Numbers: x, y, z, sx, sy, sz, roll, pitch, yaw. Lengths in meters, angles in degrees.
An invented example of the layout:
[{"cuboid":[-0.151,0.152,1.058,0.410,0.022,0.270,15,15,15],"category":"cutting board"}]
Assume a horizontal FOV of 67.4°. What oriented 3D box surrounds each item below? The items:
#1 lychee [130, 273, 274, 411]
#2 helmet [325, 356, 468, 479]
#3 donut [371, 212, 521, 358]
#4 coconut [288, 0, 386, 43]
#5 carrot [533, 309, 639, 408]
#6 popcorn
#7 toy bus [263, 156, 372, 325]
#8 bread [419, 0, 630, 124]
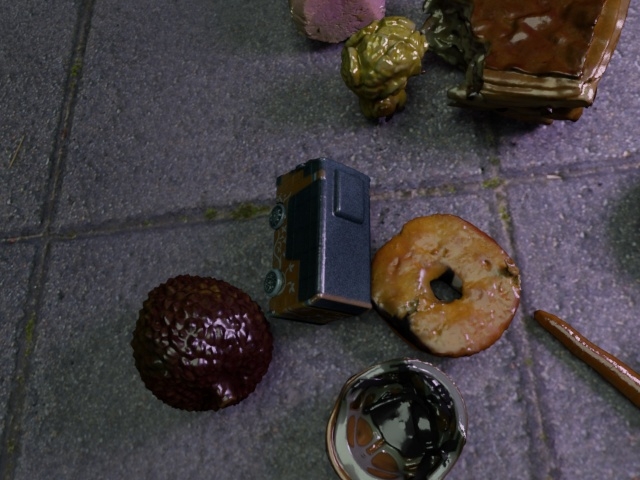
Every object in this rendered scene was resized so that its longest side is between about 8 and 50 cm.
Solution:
[{"cuboid":[-0.206,0.170,0.832,0.236,0.236,0.271,-43,53,-4],"category":"lychee"},{"cuboid":[0.128,0.294,0.765,0.224,0.130,0.198,-41,63,8],"category":"helmet"},{"cuboid":[0.210,0.079,0.828,0.254,0.118,0.253,-3,73,11],"category":"donut"},{"cuboid":[0.035,-0.580,1.051,0.234,0.233,0.244,-9,70,10],"category":"coconut"},{"cuboid":[0.451,0.195,0.770,0.043,0.043,0.248,-46,66,-5],"category":"carrot"},{"cuboid":[0.128,-0.343,0.950,0.168,0.195,0.173,-42,67,3],"category":"popcorn"},{"cuboid":[0.000,0.000,0.859,0.167,0.139,0.274,-23,59,47],"category":"toy bus"},{"cuboid":[0.360,-0.371,0.916,0.370,0.192,0.313,19,82,31],"category":"bread"}]
